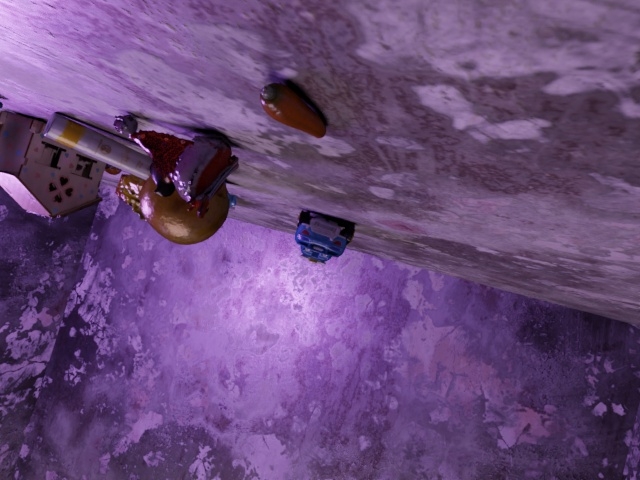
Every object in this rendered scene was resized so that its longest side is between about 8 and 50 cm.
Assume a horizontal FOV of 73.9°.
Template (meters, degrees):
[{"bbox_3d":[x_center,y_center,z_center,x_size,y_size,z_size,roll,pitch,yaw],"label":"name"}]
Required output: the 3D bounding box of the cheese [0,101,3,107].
[{"bbox_3d":[-0.766,-0.275,0.786,0.217,0.129,0.329,21,-165,3],"label":"cheese"}]

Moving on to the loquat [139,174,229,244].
[{"bbox_3d":[-0.326,-0.100,1.012,0.213,0.213,0.213,16,177,1],"label":"loquat"}]

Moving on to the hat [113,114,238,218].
[{"bbox_3d":[-0.261,-0.144,0.731,0.228,0.140,0.129,28,167,4],"label":"hat"}]

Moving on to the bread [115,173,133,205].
[{"bbox_3d":[-0.770,-0.207,1.856,0.232,0.135,0.247,29,179,-1],"label":"bread"}]

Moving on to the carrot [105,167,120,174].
[{"bbox_3d":[-0.744,-0.267,1.447,0.210,0.061,0.061,19,179,40],"label":"carrot"}]

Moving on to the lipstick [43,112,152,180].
[{"bbox_3d":[-0.494,-0.209,1.000,0.059,0.059,0.264,12,170,46],"label":"lipstick"}]

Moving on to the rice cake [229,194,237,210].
[{"bbox_3d":[-0.397,-0.149,1.736,0.073,0.056,0.365,15,178,-21],"label":"rice cake"}]

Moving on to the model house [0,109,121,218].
[{"bbox_3d":[-0.746,-0.185,1.194,0.169,0.244,0.326,12,177,19],"label":"model house"}]

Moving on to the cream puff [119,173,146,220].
[{"bbox_3d":[-0.633,-0.157,1.621,0.282,0.185,0.282,13,179,0],"label":"cream puff"}]

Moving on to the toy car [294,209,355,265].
[{"bbox_3d":[0.000,0.000,1.485,0.198,0.165,0.314,19,177,-2],"label":"toy car"}]

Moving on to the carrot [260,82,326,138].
[{"bbox_3d":[-0.023,-0.133,0.457,0.035,0.035,0.142,14,-179,27],"label":"carrot"}]

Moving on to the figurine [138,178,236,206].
[{"bbox_3d":[-0.382,-0.144,1.210,0.262,0.153,0.180,-2,166,4],"label":"figurine"}]
